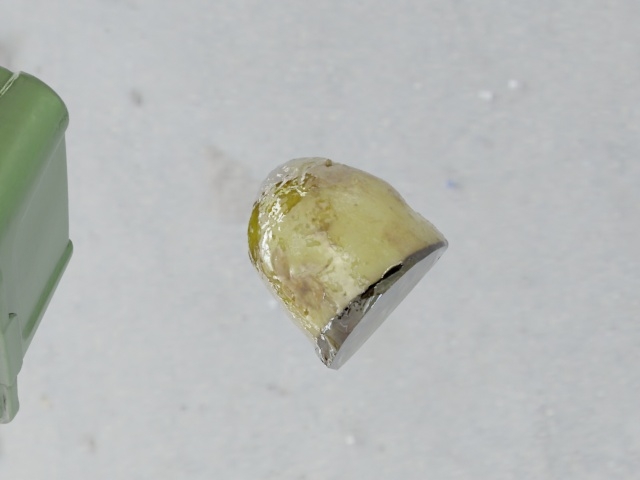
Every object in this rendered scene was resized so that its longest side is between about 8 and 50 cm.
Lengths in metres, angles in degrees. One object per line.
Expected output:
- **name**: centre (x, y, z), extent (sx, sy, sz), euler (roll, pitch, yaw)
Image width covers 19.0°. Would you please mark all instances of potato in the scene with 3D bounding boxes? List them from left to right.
- **potato**: centre (0.000, 0.000, 1.008), extent (0.103, 0.066, 0.096), euler (40, 87, 14)

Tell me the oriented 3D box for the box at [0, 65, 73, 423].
- **box**: centre (-0.303, -0.022, 1.389), extent (0.253, 0.328, 0.177), euler (27, 66, 5)
